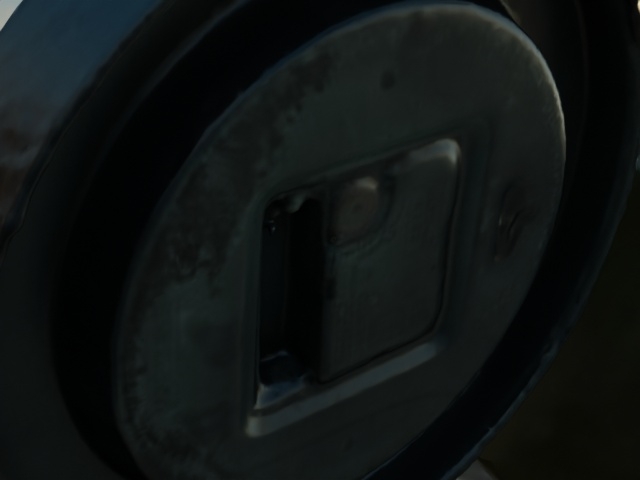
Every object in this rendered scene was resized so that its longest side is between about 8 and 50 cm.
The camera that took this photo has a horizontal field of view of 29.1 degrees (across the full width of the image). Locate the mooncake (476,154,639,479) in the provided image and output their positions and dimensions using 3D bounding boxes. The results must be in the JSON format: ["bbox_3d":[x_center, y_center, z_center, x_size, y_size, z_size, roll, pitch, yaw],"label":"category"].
[{"bbox_3d":[0.284,0.026,0.833,0.467,0.262,0.467,19,31,-12],"label":"mooncake"}]

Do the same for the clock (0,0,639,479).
[{"bbox_3d":[0.000,0.001,0.484,0.066,0.318,0.319,37,8,40],"label":"clock"}]
